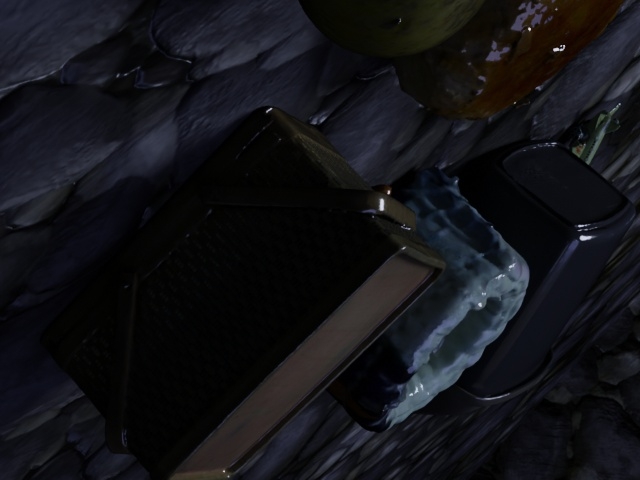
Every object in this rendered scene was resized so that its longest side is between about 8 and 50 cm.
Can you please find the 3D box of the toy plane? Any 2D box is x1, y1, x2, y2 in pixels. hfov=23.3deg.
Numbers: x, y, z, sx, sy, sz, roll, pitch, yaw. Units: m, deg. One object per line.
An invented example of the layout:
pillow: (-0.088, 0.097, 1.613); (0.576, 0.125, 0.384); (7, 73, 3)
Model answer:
toy plane: (0.296, -0.108, 1.744); (0.102, 0.040, 0.111); (-22, 155, -48)

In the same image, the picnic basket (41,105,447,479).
picnic basket: (-0.052, 0.047, 1.115); (0.267, 0.139, 0.165); (-45, 164, 8)

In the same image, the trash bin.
trash bin: (0.185, 0.048, 1.637); (0.209, 0.182, 0.290); (-20, 147, -53)

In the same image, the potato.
potato: (0.045, -0.176, 0.838); (0.149, 0.113, 0.251); (-50, 173, -2)

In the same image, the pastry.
pastry: (0.142, -0.166, 1.122); (0.182, 0.093, 0.192); (-49, 164, 30)

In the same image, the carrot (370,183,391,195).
carrot: (0.001, 0.000, 1.320); (0.165, 0.035, 0.036); (-40, 164, -19)

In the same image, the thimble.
thimble: (0.082, 0.056, 1.452); (0.237, 0.150, 0.237); (-40, 163, -15)
